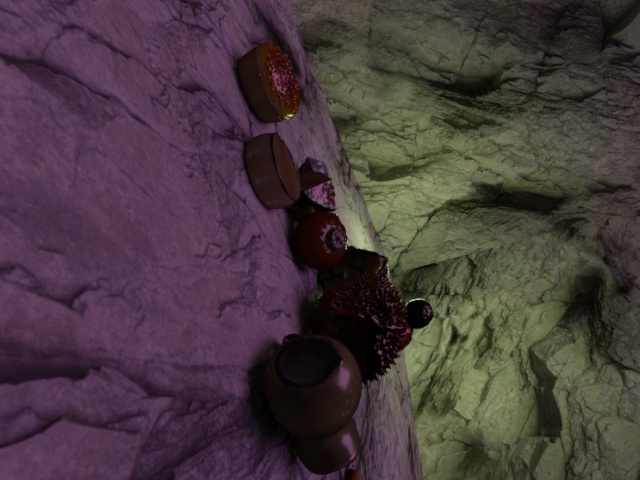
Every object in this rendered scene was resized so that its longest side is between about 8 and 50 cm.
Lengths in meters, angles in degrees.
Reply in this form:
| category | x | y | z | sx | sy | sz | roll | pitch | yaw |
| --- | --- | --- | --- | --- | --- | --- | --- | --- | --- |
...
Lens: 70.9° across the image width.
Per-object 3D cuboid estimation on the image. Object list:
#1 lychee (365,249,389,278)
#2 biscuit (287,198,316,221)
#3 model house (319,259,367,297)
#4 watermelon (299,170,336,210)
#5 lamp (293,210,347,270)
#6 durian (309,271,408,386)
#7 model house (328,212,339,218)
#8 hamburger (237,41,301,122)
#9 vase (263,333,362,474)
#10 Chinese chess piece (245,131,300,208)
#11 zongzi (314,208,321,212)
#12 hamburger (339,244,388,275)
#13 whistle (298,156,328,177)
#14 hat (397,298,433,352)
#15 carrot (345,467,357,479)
| category | x | y | z | sx | sy | sz | roll | pitch | yaw |
| --- | --- | --- | --- | --- | --- | --- | --- | --- | --- |
| lychee | 0.245 | 0.164 | 2.404 | 0.236 | 0.236 | 0.271 | 68 | -10 | -23 |
| biscuit | -0.084 | -0.172 | 1.776 | 0.212 | 0.041 | 0.238 | 27 | 41 | -49 |
| model house | 0.094 | 0.148 | 1.916 | 0.218 | 0.205 | 0.278 | 58 | 13 | -50 |
| watermelon | -0.044 | -0.185 | 1.714 | 0.231 | 0.146 | 0.128 | 43 | -51 | 55 |
| lamp | 0.000 | 0.000 | 1.672 | 0.223 | 0.196 | 0.223 | 4 | 84 | -42 |
| durian | 0.137 | 0.294 | 1.561 | 0.384 | 0.348 | 0.347 | -63 | 154 | -10 |
| model house | 0.034 | -0.102 | 2.112 | 0.100 | 0.101 | 0.087 | -79 | 148 | -64 |
| hamburger | -0.179 | -0.587 | 1.677 | 0.300 | 0.176 | 0.300 | -15 | 90 | -75 |
| vase | -0.027 | 0.379 | 1.163 | 0.329 | 0.241 | 0.302 | -131 | -156 | -53 |
| Chinese chess piece | -0.156 | -0.232 | 1.511 | 0.257 | 0.104 | 0.257 | -16 | 90 | -76 |
| zongzi | -0.058 | -0.150 | 1.898 | 0.184 | 0.084 | 0.187 | 0 | 63 | -56 |
| hamburger | 0.160 | 0.116 | 2.073 | 0.168 | 0.288 | 0.192 | -10 | 116 | -66 |
| whistle | -0.018 | -0.255 | 2.064 | 0.142 | 0.134 | 0.346 | 35 | -22 | 32 |
| hat | 0.329 | 0.422 | 2.065 | 0.285 | 0.400 | 0.285 | -13 | 90 | -79 |
| carrot | 0.089 | 0.809 | 1.445 | 0.190 | 0.037 | 0.037 | -47 | 120 | -70 |
